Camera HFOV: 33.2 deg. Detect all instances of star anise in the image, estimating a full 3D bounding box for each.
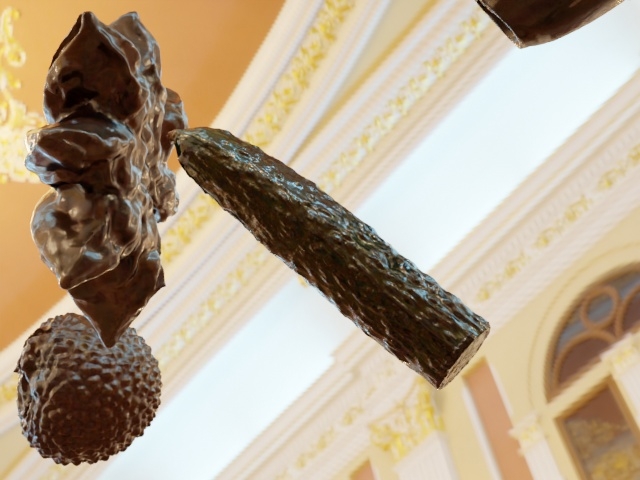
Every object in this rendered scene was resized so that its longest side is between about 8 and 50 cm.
[{"bbox_3d":[-0.189,-0.056,0.983,0.108,0.315,0.315,-3,-50,7],"label":"star anise"}]

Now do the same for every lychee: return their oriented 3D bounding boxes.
[{"bbox_3d":[-0.275,0.178,1.284,0.188,0.188,0.188,-6,-50,-7],"label":"lychee"}]

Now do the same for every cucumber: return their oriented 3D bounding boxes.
[{"bbox_3d":[0.000,0.000,0.830,0.293,0.067,0.068,39,-60,10],"label":"cucumber"}]

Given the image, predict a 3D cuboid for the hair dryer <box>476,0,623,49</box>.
[{"bbox_3d":[0.226,-0.306,0.923,0.120,0.359,0.304,42,-83,-18],"label":"hair dryer"}]
